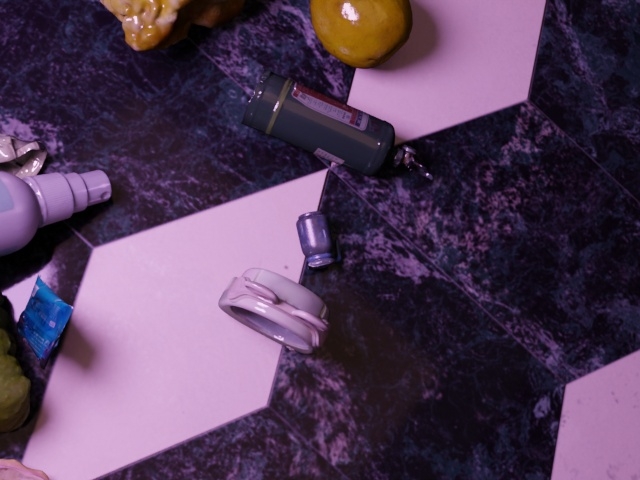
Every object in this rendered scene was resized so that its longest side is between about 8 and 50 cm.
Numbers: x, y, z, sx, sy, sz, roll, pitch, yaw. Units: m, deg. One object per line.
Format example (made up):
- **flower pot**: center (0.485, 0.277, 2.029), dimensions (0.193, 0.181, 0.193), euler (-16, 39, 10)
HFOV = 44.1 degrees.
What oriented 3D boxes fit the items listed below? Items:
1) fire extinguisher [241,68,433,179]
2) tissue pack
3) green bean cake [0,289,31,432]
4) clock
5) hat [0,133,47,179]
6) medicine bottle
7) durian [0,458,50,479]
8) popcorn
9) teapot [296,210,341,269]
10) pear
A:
- **fire extinguisher**: center (0.033, -0.163, 1.191), dimensions (0.294, 0.118, 0.093), euler (22, 109, -8)
- **tissue pack**: center (-0.361, 0.101, 1.014), dimensions (0.028, 0.138, 0.085), euler (22, 91, -41)
- **green bean cake**: center (-0.496, 0.163, 0.982), dimensions (0.248, 0.125, 0.222), euler (-17, 84, -14)
- **clock**: center (-0.055, 0.092, 1.061), dimensions (0.151, 0.191, 0.062), euler (30, 73, -6)
- **hat**: center (-0.461, -0.077, 1.077), dimensions (0.122, 0.081, 0.166), euler (23, 87, -47)
- **medicine bottle**: center (-0.429, -0.030, 0.999), dimensions (0.351, 0.110, 0.110), euler (-22, 83, -42)
- **durian**: center (-0.431, 0.363, 0.938), dimensions (0.305, 0.185, 0.196), euler (31, 102, -22)
- **popcorn**: center (-0.213, -0.390, 1.135), dimensions (0.236, 0.206, 0.252), euler (4, 88, -27)
- **teapot**: center (-0.004, 0.001, 1.174), dimensions (0.049, 0.063, 0.083), euler (-14, 83, 16)
- **pear**: center (0.062, -0.343, 1.213), dimensions (0.149, 0.149, 0.162), euler (-41, 79, -18)
